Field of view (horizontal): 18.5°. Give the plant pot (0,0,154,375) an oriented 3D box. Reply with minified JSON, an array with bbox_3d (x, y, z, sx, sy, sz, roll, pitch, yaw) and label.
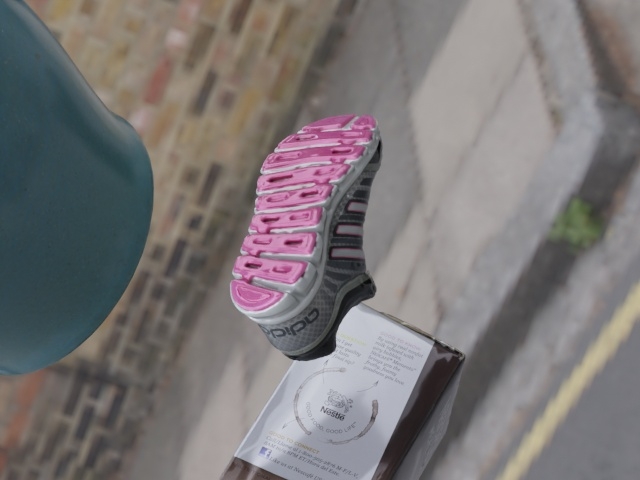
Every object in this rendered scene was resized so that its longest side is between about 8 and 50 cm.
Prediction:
[{"bbox_3d":[-0.245,-0.043,1.154,0.271,0.255,0.272,-20,55,32],"label":"plant pot"}]

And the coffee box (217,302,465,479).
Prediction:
[{"bbox_3d":[-0.011,0.211,1.547,0.297,0.119,0.168,-57,-13,-24],"label":"coffee box"}]

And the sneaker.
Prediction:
[{"bbox_3d":[0.000,0.000,1.096,0.170,0.063,0.075,-70,-35,-44],"label":"sneaker"}]
